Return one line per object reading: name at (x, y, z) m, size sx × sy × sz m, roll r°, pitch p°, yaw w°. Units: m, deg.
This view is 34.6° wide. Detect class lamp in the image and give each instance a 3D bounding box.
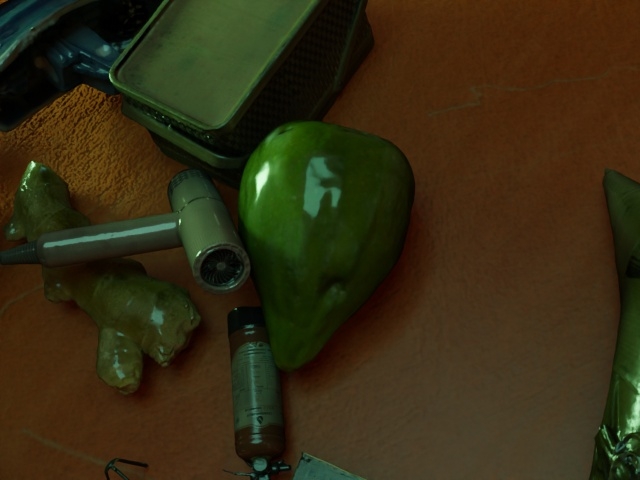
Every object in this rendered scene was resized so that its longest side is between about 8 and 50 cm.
lamp at (-0.141, 0.243, 0.922) m, size 0.121 × 0.054 × 0.041 m, roll 34°, pitch 76°, yaw 26°

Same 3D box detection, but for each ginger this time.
ginger at (-0.232, 0.025, 1.051) m, size 0.118 × 0.065 × 0.299 m, roll -36°, pitch 58°, yaw -12°

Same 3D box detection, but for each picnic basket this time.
picnic basket at (-0.075, -0.192, 1.077) m, size 0.165 × 0.139 × 0.266 m, roll 27°, pitch 73°, yaw 24°

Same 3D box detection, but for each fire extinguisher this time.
fire extinguisher at (-0.062, 0.150, 0.952) m, size 0.062 × 0.050 × 0.177 m, roll -5°, pitch 61°, yaw -1°

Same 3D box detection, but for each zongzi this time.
zongzi at (0.270, 0.093, 0.870) m, size 0.274 × 0.145 × 0.300 m, roll -46°, pitch 46°, yaw -5°

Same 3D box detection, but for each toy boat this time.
toy boat at (-0.278, -0.203, 1.122) m, size 0.142 × 0.129 × 0.309 m, roll 38°, pitch 57°, yaw 19°

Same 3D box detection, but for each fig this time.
fig at (-0.002, -0.016, 0.953) m, size 0.167 × 0.167 × 0.233 m, roll 5°, pitch 50°, yaw 16°

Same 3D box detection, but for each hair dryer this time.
hair dryer at (-0.189, 0.004, 0.955) m, size 0.220 × 0.053 × 0.195 m, roll -12°, pitch 26°, yaw -12°

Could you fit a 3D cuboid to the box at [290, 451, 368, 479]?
box at (-0.002, 0.262, 0.896) m, size 0.090 × 0.023 × 0.133 m, roll 17°, pitch 69°, yaw 22°
